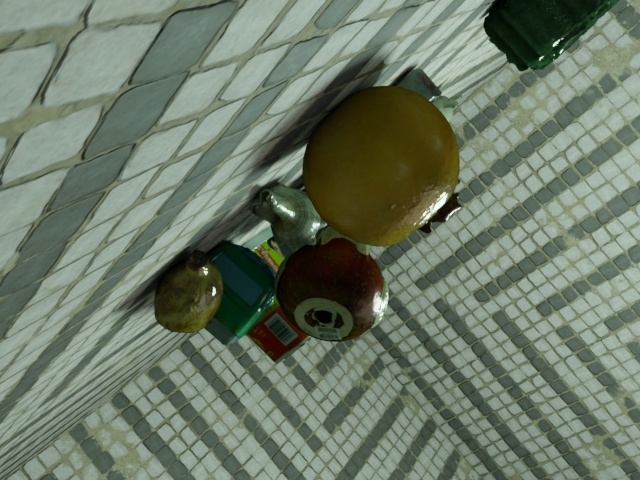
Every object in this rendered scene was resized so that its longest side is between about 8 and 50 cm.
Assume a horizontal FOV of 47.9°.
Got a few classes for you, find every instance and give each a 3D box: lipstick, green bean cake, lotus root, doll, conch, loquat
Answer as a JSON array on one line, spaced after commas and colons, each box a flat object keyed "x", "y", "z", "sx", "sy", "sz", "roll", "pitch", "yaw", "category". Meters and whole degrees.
[{"x": 0.113, "y": -0.228, "z": 1.474, "sx": 0.290, "sy": 0.076, "sz": 0.077, "roll": -39, "pitch": -179, "yaw": 29, "category": "lipstick"}, {"x": 0.486, "y": -0.481, "z": 1.558, "sx": 0.300, "sy": 0.169, "sz": 0.308, "roll": -40, "pitch": 179, "yaw": -17, "category": "green bean cake"}, {"x": -0.249, "y": 0.099, "z": 1.374, "sx": 0.138, "sy": 0.138, "sz": 0.214, "roll": -39, "pitch": 167, "yaw": -36, "category": "lotus root"}, {"x": 0.304, "y": -0.345, "z": 2.135, "sx": 0.155, "sy": 0.113, "sz": 0.275, "roll": -51, "pitch": 179, "yaw": -46, "category": "doll"}, {"x": -0.066, "y": -0.062, "z": 1.405, "sx": 0.137, "sy": 0.234, "sz": 0.114, "roll": 10, "pitch": -120, "yaw": 38, "category": "conch"}, {"x": 0.112, "y": -0.121, "z": 1.204, "sx": 0.275, "sy": 0.275, "sz": 0.275, "roll": -40, "pitch": 178, "yaw": -2, "category": "loquat"}]

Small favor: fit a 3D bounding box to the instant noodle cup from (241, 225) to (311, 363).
[{"x": -0.135, "y": 0.159, "z": 2.017, "sx": 0.294, "sy": 0.308, "sz": 0.294, "roll": -40, "pitch": 178, "yaw": -1, "category": "instant noodle cup"}]

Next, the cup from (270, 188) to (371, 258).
[{"x": 0.049, "y": -0.061, "z": 1.692, "sx": 0.312, "sy": 0.205, "sz": 0.205, "roll": -28, "pitch": 180, "yaw": 9, "category": "cup"}]

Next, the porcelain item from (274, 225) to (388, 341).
[{"x": 0.029, "y": 0.084, "z": 1.534, "sx": 0.253, "sy": 0.253, "sz": 0.253, "roll": -40, "pitch": 178, "yaw": -2, "category": "porcelain item"}]

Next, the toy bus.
[{"x": -0.202, "y": 0.114, "z": 1.666, "sx": 0.199, "sy": 0.183, "sz": 0.343, "roll": -48, "pitch": 179, "yaw": -3, "category": "toy bus"}]
